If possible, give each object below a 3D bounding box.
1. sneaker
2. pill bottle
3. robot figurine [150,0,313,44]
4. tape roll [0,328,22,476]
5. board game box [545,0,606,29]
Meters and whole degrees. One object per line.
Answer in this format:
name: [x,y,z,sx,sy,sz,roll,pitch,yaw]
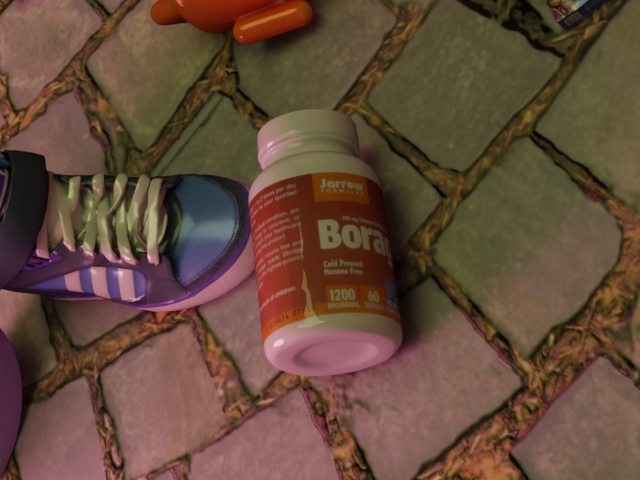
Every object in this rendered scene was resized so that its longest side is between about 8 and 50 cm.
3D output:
sneaker: [-0.235,-0.018,1.553,0.323,0.236,0.130,-6,71,35]
pill bottle: [0.000,0.000,1.448,0.121,0.121,0.216,-21,63,29]
robot figurine: [-0.074,-0.281,1.601,0.219,0.128,0.158,-26,50,28]
tape roll: [-0.424,0.173,1.600,0.090,0.275,0.274,17,84,39]
board game box: [0.227,-0.243,1.432,0.090,0.020,0.090,-36,55,20]
